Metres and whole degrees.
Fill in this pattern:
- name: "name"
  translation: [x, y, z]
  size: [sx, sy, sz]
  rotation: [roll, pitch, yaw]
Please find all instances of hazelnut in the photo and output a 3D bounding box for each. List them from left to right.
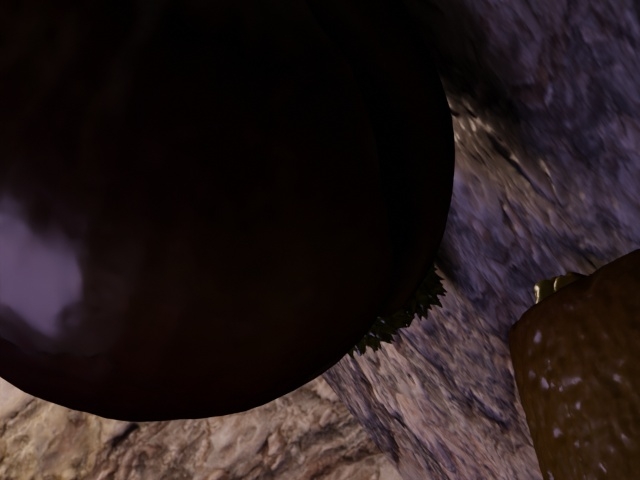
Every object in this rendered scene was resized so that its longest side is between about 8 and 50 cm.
- name: "hazelnut"
  translation: [-0.128, -0.080, 1.286]
  size: [0.429, 0.402, 0.402]
  rotation: [52, 172, 21]

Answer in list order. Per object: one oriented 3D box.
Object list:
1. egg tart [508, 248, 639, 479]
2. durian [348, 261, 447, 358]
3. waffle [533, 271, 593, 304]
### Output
- name: "egg tart"
  translation: [0.192, 0.085, 0.910]
  size: [0.215, 0.215, 0.170]
  rotation: [93, 153, -78]
- name: "durian"
  translation: [0.000, 0.003, 1.705]
  size: [0.200, 0.176, 0.237]
  rotation: [18, 138, 41]
- name: "waffle"
  translation: [0.227, 0.117, 1.290]
  size: [0.243, 0.059, 0.238]
  rotation: [53, 173, -14]
